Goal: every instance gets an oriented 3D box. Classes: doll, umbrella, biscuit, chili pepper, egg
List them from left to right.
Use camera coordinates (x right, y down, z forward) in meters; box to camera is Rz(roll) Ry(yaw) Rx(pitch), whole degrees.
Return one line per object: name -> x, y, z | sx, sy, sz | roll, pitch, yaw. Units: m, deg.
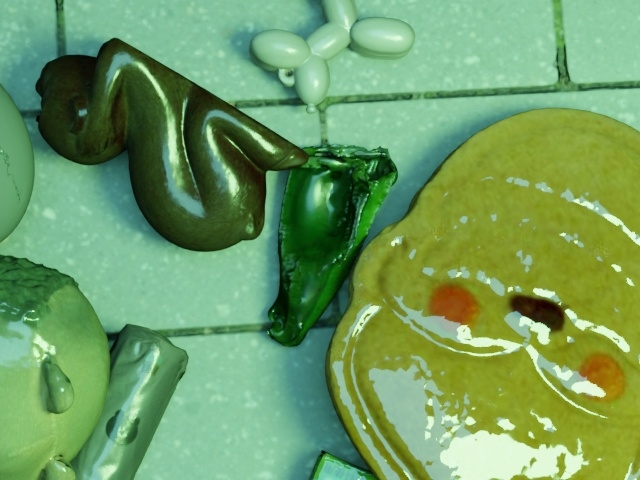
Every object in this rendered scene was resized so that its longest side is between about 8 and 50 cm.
doll -> -0.366, 0.116, 1.602 | 0.349, 0.247, 0.247 | 15, 81, 10
egg -> -0.342, -0.082, 1.674 | 0.146, 0.146, 0.198 | -21, 78, -8
umbrella -> -0.219, 0.241, 1.682 | 0.073, 0.067, 0.337 | 33, 77, -44
chili pepper -> -0.001, -0.001, 1.743 | 0.108, 0.062, 0.216 | 21, 84, 34
doll -> 0.006, -0.210, 1.771 | 0.160, 0.059, 0.161 | -16, 85, -7
biscuit -> 0.198, 0.081, 1.719 | 0.350, 0.078, 0.455 | 27, 72, 0

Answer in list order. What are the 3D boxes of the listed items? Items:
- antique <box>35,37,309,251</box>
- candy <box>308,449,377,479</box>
antique -> -0.155, -0.092, 1.713 | 0.257, 0.121, 0.143 | 33, 93, -8
candy -> 0.011, 0.305, 1.701 | 0.097, 0.062, 0.194 | 22, 82, -3
